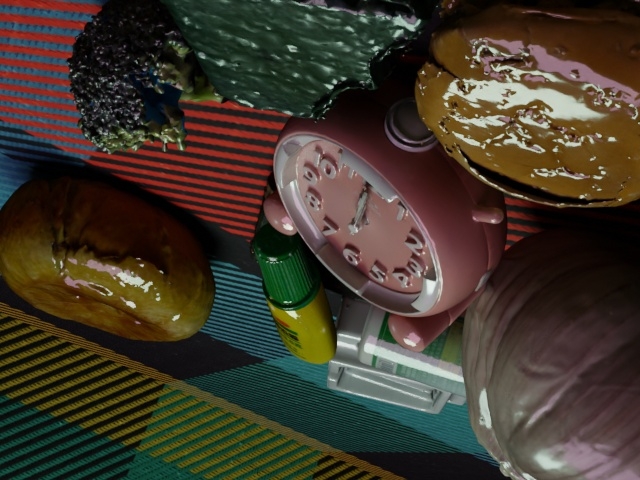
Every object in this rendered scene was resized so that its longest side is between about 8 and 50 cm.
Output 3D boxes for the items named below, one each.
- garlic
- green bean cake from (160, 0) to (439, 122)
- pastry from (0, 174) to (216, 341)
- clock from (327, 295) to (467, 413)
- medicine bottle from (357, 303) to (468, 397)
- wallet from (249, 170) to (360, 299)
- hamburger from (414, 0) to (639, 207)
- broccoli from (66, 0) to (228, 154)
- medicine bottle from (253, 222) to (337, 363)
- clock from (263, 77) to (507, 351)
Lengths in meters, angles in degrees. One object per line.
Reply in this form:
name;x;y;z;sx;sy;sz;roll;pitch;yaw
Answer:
garlic;0.273;0.142;0.985;0.317;0.259;0.317;46;-168;-12
green bean cake;0.003;-0.162;0.722;0.193;0.107;0.208;13;160;14
pastry;-0.311;0.032;1.489;0.356;0.164;0.356;14;156;7
clock;0.126;0.181;1.505;0.231;0.116;0.262;18;162;6
medicine bottle;0.194;0.134;1.279;0.274;0.133;0.133;19;161;9
wallet;0.000;0.001;1.251;0.169;0.044;0.317;20;162;-2
hamburger;0.170;-0.108;0.709;0.214;0.108;0.214;18;156;9
broccoli;-0.147;-0.147;0.914;0.160;0.167;0.154;0;-154;-27
medicine bottle;-0.032;0.064;1.276;0.111;0.076;0.309;48;167;25
clock;0.070;-0.048;0.895;0.227;0.142;0.241;42;157;15
